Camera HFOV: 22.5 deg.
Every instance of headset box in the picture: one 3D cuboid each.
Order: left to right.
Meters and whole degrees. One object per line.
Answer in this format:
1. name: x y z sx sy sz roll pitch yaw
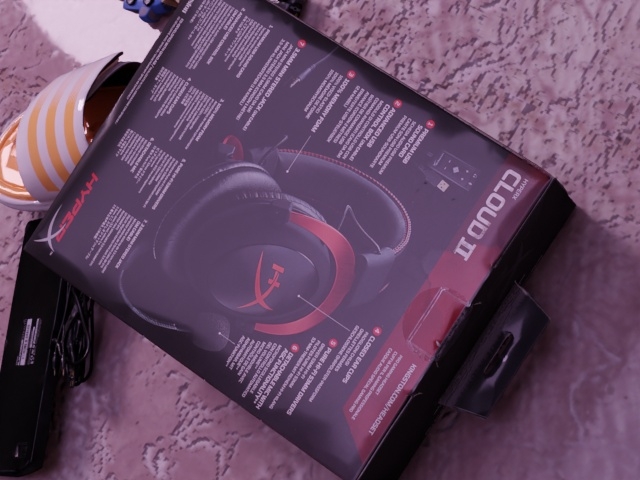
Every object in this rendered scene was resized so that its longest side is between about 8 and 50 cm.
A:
1. headset box: 0.000 0.000 1.002 0.293 0.110 0.218 33 92 18

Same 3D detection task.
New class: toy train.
1. toy train: -0.083 -0.173 1.171 0.158 0.027 0.036 9 90 29

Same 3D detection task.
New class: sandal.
1. sandal: -0.134 -0.090 1.137 0.265 0.076 0.102 -8 61 23

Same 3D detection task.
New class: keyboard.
1. keyboard: -0.191 0.076 1.159 0.100 0.038 0.192 -7 72 50
